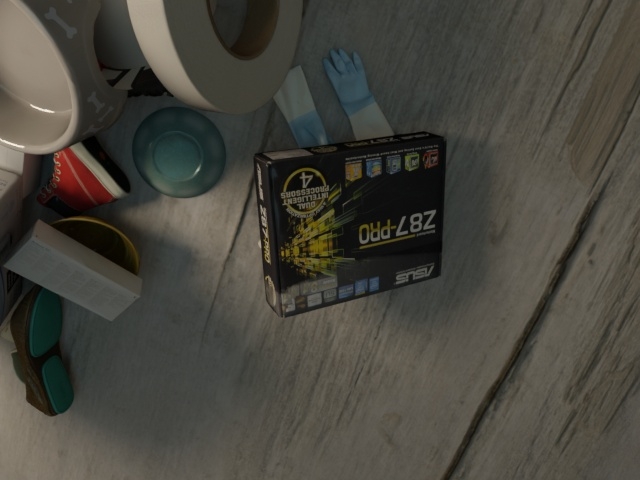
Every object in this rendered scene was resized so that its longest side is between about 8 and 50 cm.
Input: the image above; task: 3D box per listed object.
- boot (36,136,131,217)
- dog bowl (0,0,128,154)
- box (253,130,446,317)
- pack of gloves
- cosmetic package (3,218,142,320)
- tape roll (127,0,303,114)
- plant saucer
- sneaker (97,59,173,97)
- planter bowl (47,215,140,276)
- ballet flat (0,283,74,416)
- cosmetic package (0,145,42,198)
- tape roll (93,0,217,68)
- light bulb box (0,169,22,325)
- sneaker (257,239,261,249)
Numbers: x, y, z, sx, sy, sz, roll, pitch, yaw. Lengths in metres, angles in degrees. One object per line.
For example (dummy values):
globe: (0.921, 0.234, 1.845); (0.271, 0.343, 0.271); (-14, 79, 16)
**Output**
boot: (-0.517, -0.151, 1.078); (0.176, 0.088, 0.244); (-21, 129, 6)
dog bowl: (-0.474, -0.284, 0.830); (0.348, 0.102, 0.349); (12, 135, 12)
box: (0.070, -0.042, 1.125); (0.394, 0.097, 0.319); (-11, 114, -23)
pack of gloves: (0.027, -0.262, 1.126); (0.195, 0.046, 0.232); (-27, 111, 6)
cosmetic package: (-0.484, 0.064, 1.091); (0.098, 0.061, 0.239); (-36, 127, 20)
tape roll: (-0.149, -0.403, 0.885); (0.071, 0.392, 0.393); (13, 113, 24)
plant saucer: (-0.295, -0.176, 1.135); (0.194, 0.037, 0.195); (-1, 111, -4)
sneaker: (-0.352, -0.312, 1.043); (0.276, 0.098, 0.135); (-31, 108, 5)
planter bowl: (-0.488, 0.015, 1.150); (0.217, 0.090, 0.217); (-6, 130, -7)
ballet flat: (-0.649, 0.245, 1.241); (0.124, 0.116, 0.343); (7, 116, 13)
cosmetic package: (-0.660, -0.290, 1.006); (0.284, 0.097, 0.378); (17, 114, -7)
tape roll: (-0.314, -0.429, 0.897); (0.246, 0.246, 0.169); (-22, 145, 4)
light bulb box: (-0.724, 0.083, 0.972); (0.225, 0.361, 0.358); (17, 130, -11)
sneaker: (0.000, 0.000, 1.203); (0.226, 0.086, 0.163); (30, 107, -15)
